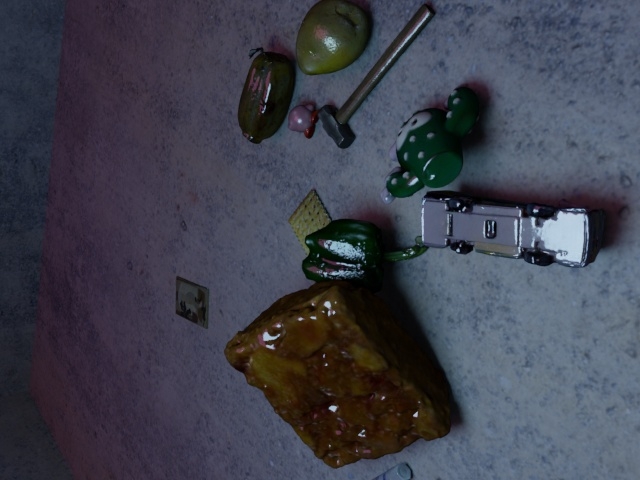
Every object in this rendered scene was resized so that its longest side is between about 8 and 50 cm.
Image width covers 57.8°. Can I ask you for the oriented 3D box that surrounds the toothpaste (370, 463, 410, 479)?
[{"bbox_3d":[0.146,0.579,1.363,0.067,0.042,0.194,55,135,24],"label":"toothpaste"}]

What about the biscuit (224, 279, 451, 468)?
[{"bbox_3d":[0.044,0.279,1.227,0.342,0.166,0.395,-29,107,35],"label":"biscuit"}]

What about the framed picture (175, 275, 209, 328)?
[{"bbox_3d":[-0.438,0.208,1.966,0.201,0.010,0.136,13,104,45],"label":"framed picture"}]

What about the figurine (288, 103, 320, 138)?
[{"bbox_3d":[-0.045,-0.307,1.453,0.071,0.067,0.083,34,103,17],"label":"figurine"}]

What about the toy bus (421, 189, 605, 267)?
[{"bbox_3d":[0.337,-0.027,1.030,0.317,0.138,0.113,13,109,44],"label":"toy bus"}]

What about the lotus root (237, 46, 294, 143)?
[{"bbox_3d":[-0.143,-0.374,1.511,0.124,0.123,0.241,34,122,21],"label":"lotus root"}]

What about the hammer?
[{"bbox_3d":[0.123,-0.365,1.289,0.365,0.043,0.111,-47,61,37],"label":"hammer"}]

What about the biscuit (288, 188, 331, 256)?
[{"bbox_3d":[0.000,0.000,1.472,0.139,0.016,0.231,-49,60,38],"label":"biscuit"}]

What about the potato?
[{"bbox_3d":[0.017,-0.456,1.330,0.194,0.157,0.157,-35,68,57],"label":"potato"}]

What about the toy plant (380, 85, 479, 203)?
[{"bbox_3d":[0.210,-0.187,1.129,0.232,0.112,0.243,-30,33,46],"label":"toy plant"}]

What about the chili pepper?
[{"bbox_3d":[0.097,0.038,1.259,0.261,0.174,0.165,6,74,12],"label":"chili pepper"}]
